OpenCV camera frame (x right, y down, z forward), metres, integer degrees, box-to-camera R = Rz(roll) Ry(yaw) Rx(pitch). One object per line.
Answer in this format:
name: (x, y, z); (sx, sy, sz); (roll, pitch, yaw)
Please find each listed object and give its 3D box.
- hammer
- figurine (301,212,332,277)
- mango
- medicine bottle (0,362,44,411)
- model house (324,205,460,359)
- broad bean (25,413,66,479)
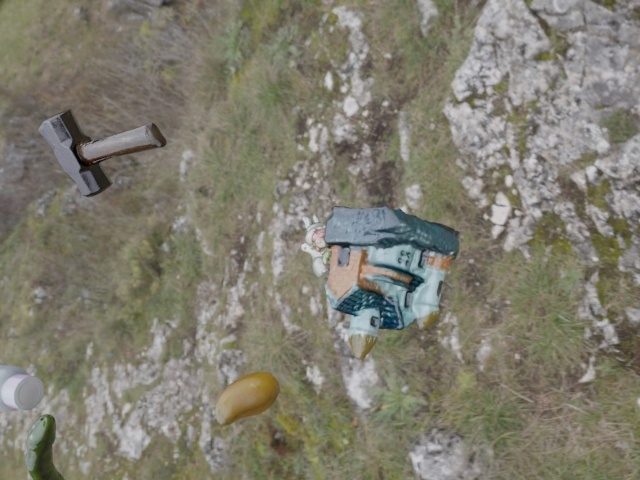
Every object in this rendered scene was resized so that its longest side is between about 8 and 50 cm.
hammer: (-0.563, -0.248, 1.693); (0.409, 0.095, 0.242); (-4, 120, 39)
figurine: (0.010, -0.002, 1.339); (0.098, 0.081, 0.146); (-40, 64, 58)
mango: (-0.185, 0.392, 1.590); (0.102, 0.184, 0.085); (60, 150, 11)
medicine bottle: (-0.679, 0.298, 1.317); (0.260, 0.095, 0.095); (3, 82, 32)
model house: (0.129, 0.095, 1.252); (0.185, 0.253, 0.291); (5, 79, 44)
broad bean: (-0.462, 0.369, 1.080); (0.039, 0.069, 0.226); (48, 147, 35)
